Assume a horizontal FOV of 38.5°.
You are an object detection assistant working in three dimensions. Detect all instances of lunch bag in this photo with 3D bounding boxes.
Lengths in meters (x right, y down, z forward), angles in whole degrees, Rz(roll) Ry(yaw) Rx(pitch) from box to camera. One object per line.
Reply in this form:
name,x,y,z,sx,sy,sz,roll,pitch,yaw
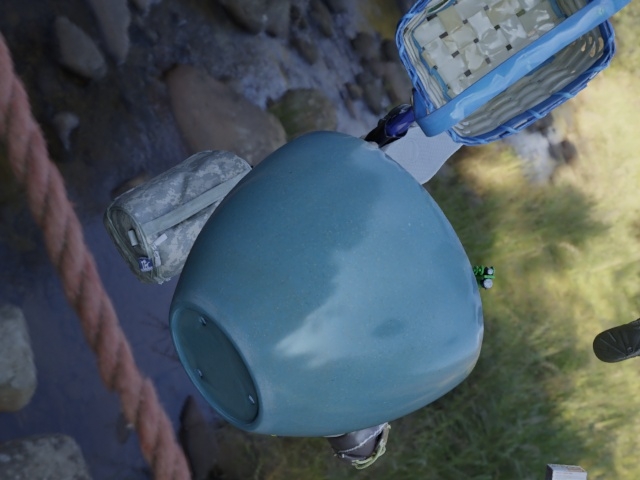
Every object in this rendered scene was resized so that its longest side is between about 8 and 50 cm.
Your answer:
lunch bag,-0.282,-0.054,1.903,0.212,0.305,0.256,60,-22,-2

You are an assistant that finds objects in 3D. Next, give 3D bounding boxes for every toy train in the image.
toy train,0.154,0.038,0.932,0.083,0.017,0.023,169,-76,-73

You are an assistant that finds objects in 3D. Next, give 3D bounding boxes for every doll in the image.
doll,0.122,-0.188,1.505,0.046,0.189,0.129,52,50,-2

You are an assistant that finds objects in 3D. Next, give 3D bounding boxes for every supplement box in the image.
supplement box,0.425,0.445,1.601,0.036,0.062,0.098,-140,-124,-83

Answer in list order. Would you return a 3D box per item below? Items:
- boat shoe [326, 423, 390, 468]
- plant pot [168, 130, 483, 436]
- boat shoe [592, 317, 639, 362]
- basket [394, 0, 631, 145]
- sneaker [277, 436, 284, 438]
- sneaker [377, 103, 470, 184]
boat shoe,0.062,0.311,1.476,0.096,0.117,0.324,61,-7,6
plant pot,-0.025,0.068,0.855,0.195,0.290,0.290,-31,100,-32
boat shoe,0.600,0.167,1.646,0.073,0.224,0.080,5,69,-78
basket,0.207,-0.223,1.048,0.201,0.255,0.289,54,10,-18
sneaker,-0.075,0.304,1.489,0.083,0.031,0.035,78,28,-50
sneaker,0.149,-0.174,1.690,0.296,0.147,0.104,-37,119,-42
